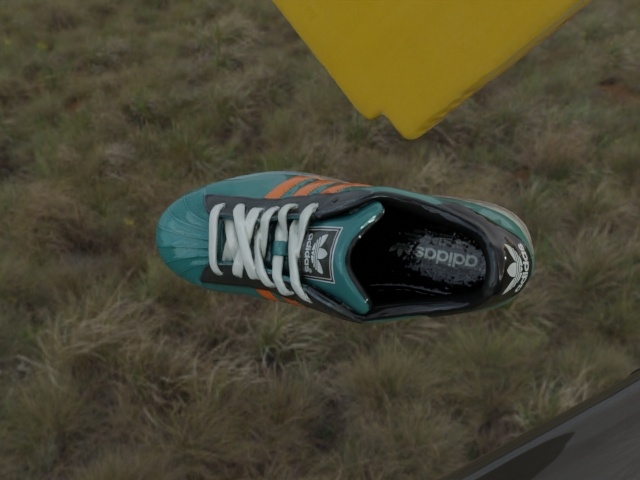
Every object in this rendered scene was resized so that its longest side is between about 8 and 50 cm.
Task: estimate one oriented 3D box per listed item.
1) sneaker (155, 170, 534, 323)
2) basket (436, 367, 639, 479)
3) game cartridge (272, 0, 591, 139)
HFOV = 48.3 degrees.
[{"bbox_3d":[0.000,0.000,0.525,0.302,0.108,0.121,2,3,17],"label":"sneaker"},{"bbox_3d":[0.156,0.214,0.473,0.227,0.204,0.154,-14,1,-14],"label":"basket"},{"bbox_3d":[0.057,-0.238,0.342,0.053,0.285,0.324,-38,1,-41],"label":"game cartridge"}]
